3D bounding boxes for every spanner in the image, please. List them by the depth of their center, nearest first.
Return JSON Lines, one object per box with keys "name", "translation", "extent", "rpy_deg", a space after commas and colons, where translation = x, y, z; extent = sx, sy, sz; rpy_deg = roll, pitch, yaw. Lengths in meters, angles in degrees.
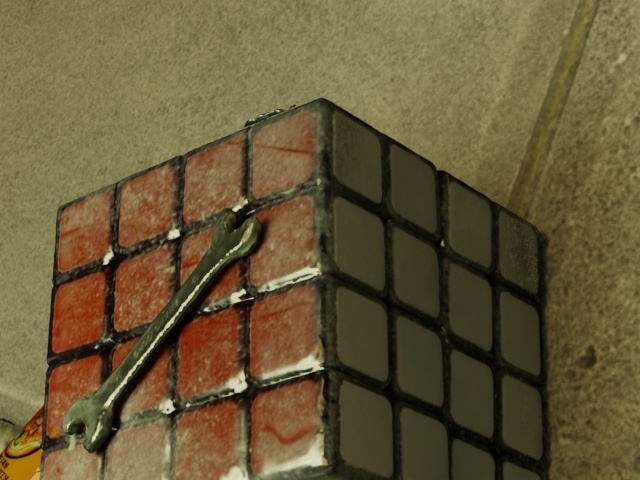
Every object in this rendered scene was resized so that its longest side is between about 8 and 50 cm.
{"name": "spanner", "translation": [-0.133, 0.074, 1.361], "extent": [0.254, 0.015, 0.054], "rpy_deg": [-51, 44, 10]}

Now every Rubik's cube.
{"name": "Rubik's cube", "translation": [-0.018, 0.121, 1.484], "extent": [0.344, 0.337, 0.343], "rpy_deg": [-17, 60, 37]}

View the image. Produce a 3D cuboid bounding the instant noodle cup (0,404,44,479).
{"name": "instant noodle cup", "translation": [-0.254, 0.267, 1.728], "extent": [0.216, 0.216, 0.172], "rpy_deg": [30, 83, 45]}
